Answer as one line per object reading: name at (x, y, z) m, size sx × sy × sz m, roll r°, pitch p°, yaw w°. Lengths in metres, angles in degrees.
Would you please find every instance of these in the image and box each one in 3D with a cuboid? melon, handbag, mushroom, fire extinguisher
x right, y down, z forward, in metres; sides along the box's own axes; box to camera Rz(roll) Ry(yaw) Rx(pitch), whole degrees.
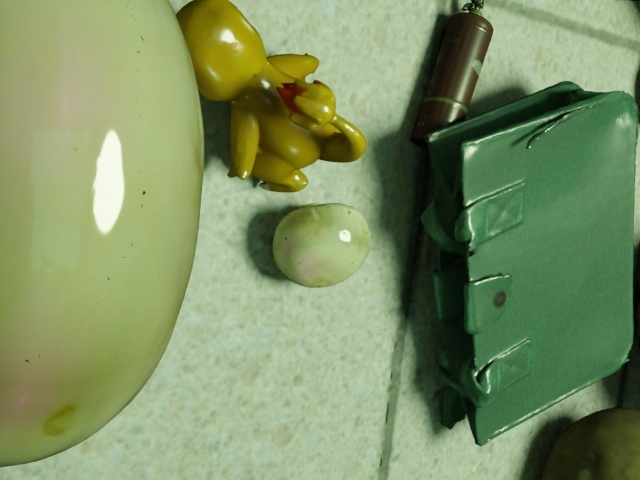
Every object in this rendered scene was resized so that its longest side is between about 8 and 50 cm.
melon at (-0.178, -0.026, 0.504) m, size 0.223 × 0.223 × 0.317 m, roll 3°, pitch 99°, yaw -40°
handbag at (0.209, 0.022, 0.888) m, size 0.238 × 0.089 × 0.326 m, roll -24°, pitch 122°, yaw -30°
mushroom at (0.000, 0.000, 0.753) m, size 0.084 × 0.083 × 0.067 m, roll 9°, pitch 51°, yaw -40°
fire extinguisher at (0.130, -0.159, 0.853) m, size 0.078 × 0.045 × 0.157 m, roll 32°, pitch 74°, yaw -67°

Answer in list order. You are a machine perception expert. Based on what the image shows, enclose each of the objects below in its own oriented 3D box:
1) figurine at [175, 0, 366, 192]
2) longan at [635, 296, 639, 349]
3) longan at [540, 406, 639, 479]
figurine at (-0.037, -0.108, 0.670) m, size 0.176 × 0.122 × 0.121 m, roll 42°, pitch 74°, yaw -37°
longan at (0.514, 0.111, 1.059) m, size 0.297 × 0.297 × 0.297 m, roll -8°, pitch 102°, yaw -38°
longan at (0.326, 0.278, 1.002) m, size 0.167 × 0.167 × 0.187 m, roll -10°, pitch 111°, yaw -38°
